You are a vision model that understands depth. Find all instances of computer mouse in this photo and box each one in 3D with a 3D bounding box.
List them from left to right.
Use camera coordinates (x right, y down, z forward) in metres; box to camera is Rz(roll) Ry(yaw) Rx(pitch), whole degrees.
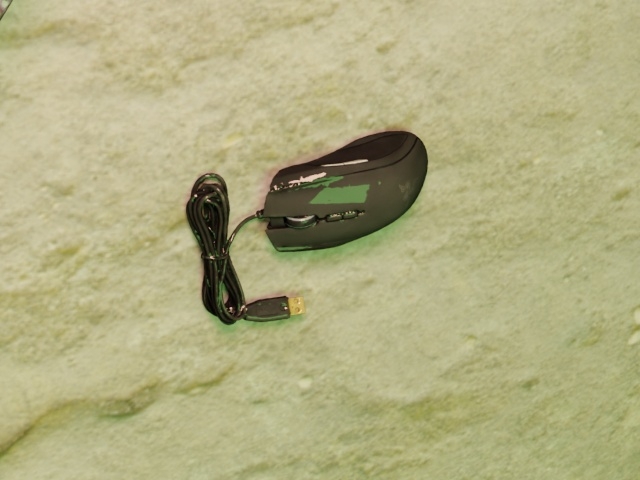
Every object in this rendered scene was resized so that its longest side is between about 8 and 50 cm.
[{"bbox_3d":[0.000,0.000,1.589,0.262,0.060,0.184,-15,125,-21],"label":"computer mouse"}]

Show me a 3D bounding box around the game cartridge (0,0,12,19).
[{"bbox_3d":[-0.248,-0.354,1.163,0.230,0.068,0.355,33,102,-11],"label":"game cartridge"}]
